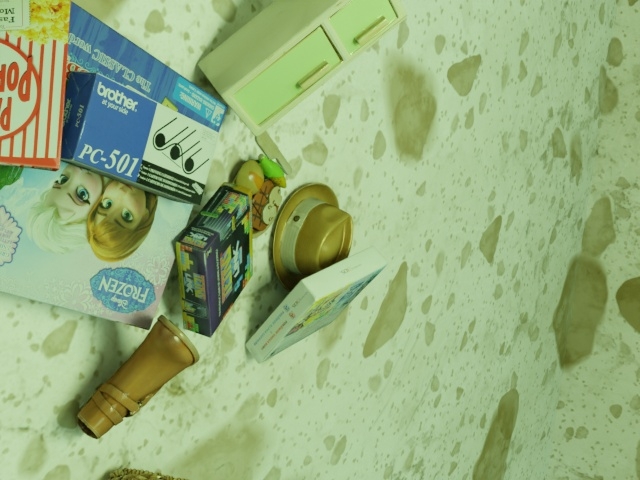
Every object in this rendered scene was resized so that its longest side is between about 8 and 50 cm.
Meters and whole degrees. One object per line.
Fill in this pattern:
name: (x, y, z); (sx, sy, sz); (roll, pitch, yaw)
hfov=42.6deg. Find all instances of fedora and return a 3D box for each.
fedora: (0.000, 0.000, 1.378); (0.194, 0.079, 0.195); (-25, 121, -50)

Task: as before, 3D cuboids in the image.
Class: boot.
boot: (-0.235, 0.180, 1.035); (0.152, 0.073, 0.197); (-41, 171, -29)

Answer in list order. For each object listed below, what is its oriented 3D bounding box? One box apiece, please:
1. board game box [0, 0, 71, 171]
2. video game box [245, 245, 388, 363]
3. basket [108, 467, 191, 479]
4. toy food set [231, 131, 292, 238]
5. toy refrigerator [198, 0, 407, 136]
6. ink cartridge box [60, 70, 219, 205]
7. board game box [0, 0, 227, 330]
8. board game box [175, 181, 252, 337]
board game box: (-0.322, -0.170, 0.793); (0.146, 0.045, 0.194); (3, 90, -23)
video game box: (-0.005, 0.103, 1.347); (0.205, 0.048, 0.187); (-23, 161, -51)
basket: (-0.192, 0.482, 1.101); (0.213, 0.223, 0.299); (17, 86, -38)
toy food set: (-0.096, -0.063, 1.252); (0.192, 0.038, 0.132); (-63, 144, -19)
toy refrigerator: (-0.022, -0.271, 1.119); (0.269, 0.094, 0.102); (-38, 142, 2)
ink cartridge box: (-0.207, -0.111, 0.945); (0.207, 0.046, 0.097); (22, 81, -56)
board game box: (-0.273, -0.078, 0.963); (0.318, 0.065, 0.318); (26, 80, -56)
board game box: (-0.143, 0.027, 1.146); (0.141, 0.048, 0.170); (-60, 161, -44)
